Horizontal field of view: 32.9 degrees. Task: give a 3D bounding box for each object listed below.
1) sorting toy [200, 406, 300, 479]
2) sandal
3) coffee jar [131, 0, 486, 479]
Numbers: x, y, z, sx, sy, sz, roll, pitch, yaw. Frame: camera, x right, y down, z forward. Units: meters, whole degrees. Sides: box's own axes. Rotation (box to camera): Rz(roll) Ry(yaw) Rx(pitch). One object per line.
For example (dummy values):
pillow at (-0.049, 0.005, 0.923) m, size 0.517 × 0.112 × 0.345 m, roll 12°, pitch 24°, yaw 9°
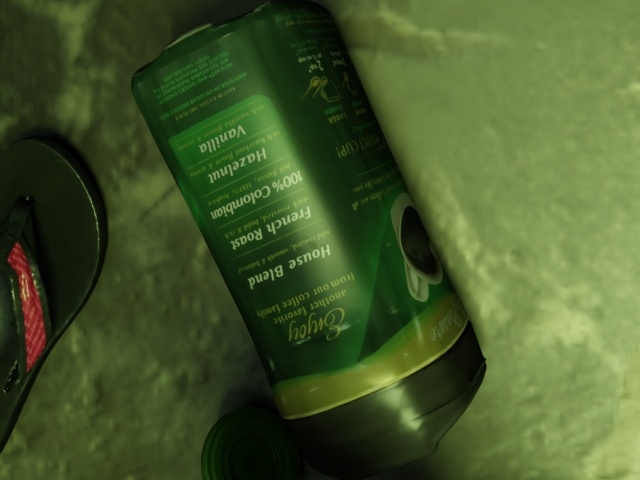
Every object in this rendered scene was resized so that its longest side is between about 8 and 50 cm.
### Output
sorting toy at (-0.036, 0.130, 0.499) m, size 0.042 × 0.061 × 0.102 m, roll -22°, pitch 85°, yaw 51°
sandal at (-0.154, 0.038, 0.514) m, size 0.067 × 0.040 × 0.179 m, roll 26°, pitch 104°, yaw 9°
coffee jar at (0.000, 0.000, 0.440) m, size 0.079 × 0.096 × 0.184 m, roll -24°, pitch 92°, yaw 20°
